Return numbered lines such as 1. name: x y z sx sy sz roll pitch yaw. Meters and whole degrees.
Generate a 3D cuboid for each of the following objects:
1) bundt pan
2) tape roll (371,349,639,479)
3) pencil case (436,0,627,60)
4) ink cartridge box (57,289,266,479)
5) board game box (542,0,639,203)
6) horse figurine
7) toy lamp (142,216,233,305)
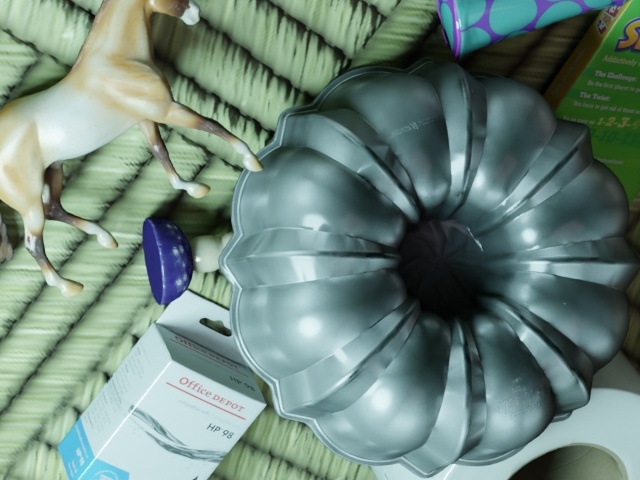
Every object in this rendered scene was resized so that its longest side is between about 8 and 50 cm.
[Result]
1. bundt pan: 0.095 0.015 1.389 0.331 0.124 0.331 1 85 -12
2. tape roll: 0.174 0.180 1.598 0.246 0.169 0.246 -9 124 -14
3. pencil case: 0.162 -0.191 1.421 0.151 0.064 0.070 -19 164 -10
4. ink cartridge box: -0.122 0.140 1.527 0.104 0.060 0.180 28 108 -32
5. board game box: 0.247 -0.113 1.512 0.124 0.039 0.259 19 119 -30
6. horse figurine: -0.172 -0.071 1.365 0.263 0.066 0.174 -33 115 9
7. toy lamp: 0.000 0.000 1.474 0.274 0.080 0.080 -10 124 -15
